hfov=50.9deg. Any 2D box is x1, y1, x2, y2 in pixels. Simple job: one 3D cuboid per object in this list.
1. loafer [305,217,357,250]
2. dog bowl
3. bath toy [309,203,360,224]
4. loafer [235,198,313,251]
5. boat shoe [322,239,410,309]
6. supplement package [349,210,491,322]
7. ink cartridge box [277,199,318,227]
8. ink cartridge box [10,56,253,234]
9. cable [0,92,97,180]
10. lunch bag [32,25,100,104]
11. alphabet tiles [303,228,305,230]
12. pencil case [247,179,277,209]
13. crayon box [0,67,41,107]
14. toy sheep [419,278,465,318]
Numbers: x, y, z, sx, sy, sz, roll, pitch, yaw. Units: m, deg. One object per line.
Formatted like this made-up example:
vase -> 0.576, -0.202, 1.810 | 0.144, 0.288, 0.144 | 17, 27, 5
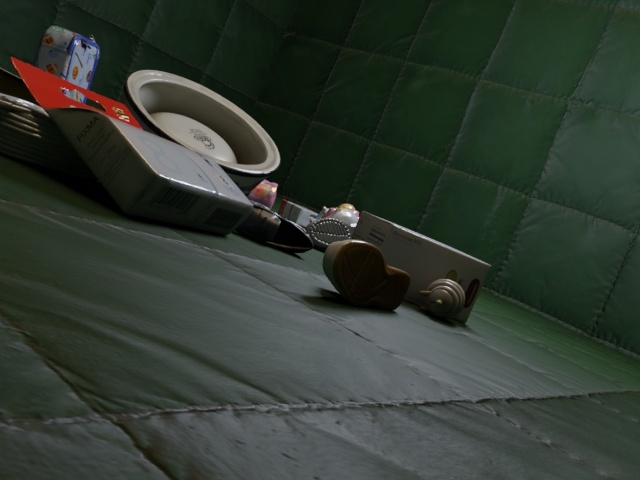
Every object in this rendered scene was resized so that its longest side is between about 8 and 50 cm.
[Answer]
loafer -> 0.051, -0.003, 1.848 | 0.251, 0.094, 0.087 | 5, -22, -38
dog bowl -> -0.308, -0.234, 1.629 | 0.408, 0.150, 0.408 | 29, 25, -15
bath toy -> 0.066, -0.050, 2.149 | 0.129, 0.151, 0.348 | 47, -2, -8
loafer -> -0.111, -0.032, 1.402 | 0.223, 0.076, 0.078 | 25, -5, -28
boat shoe -> 0.059, 0.055, 1.132 | 0.096, 0.098, 0.277 | 25, -5, 30
supplement package -> 0.211, 0.057, 1.537 | 0.262, 0.145, 0.204 | 21, 4, -18
ink cartridge box -> -0.071, -0.091, 2.469 | 0.109, 0.063, 0.150 | 20, 5, -34
ink cartridge box -> -0.323, -0.184, 1.196 | 0.385, 0.091, 0.308 | 50, 14, 19
cable -> -0.496, -0.185, 1.217 | 0.257, 0.089, 0.257 | 23, 4, -14
lunch bag -> -0.735, -0.458, 1.937 | 0.115, 0.303, 0.243 | 19, 4, -1
alphabet tiles -> 0.000, 0.000, 1.989 | 0.284, 0.021, 0.278 | 22, 4, -3
pencil case -> -0.271, -0.165, 1.997 | 0.284, 0.124, 0.124 | 21, 4, -13
crayon box -> -0.721, -0.340, 1.636 | 0.203, 0.083, 0.323 | 26, -2, -34
toy sheep -> 0.254, 0.121, 1.392 | 0.091, 0.091, 0.132 | 24, 18, 17
